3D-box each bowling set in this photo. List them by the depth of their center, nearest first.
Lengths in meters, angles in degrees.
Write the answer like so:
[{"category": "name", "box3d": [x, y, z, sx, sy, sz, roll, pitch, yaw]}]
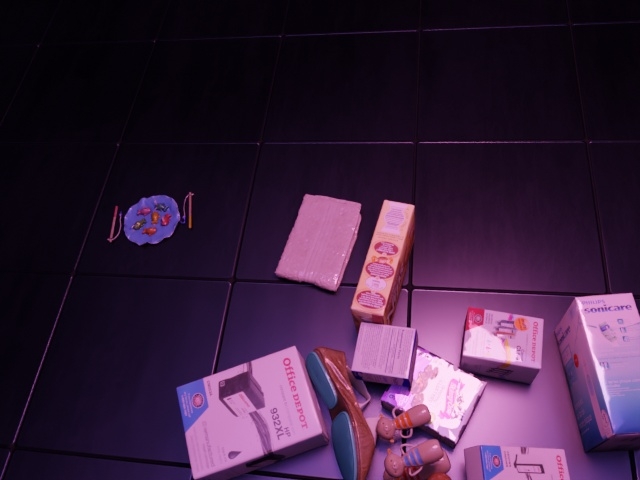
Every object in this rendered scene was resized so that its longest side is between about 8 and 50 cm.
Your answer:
[{"category": "bowling set", "box3d": [0.196, 0.494, 1.179, 0.154, 0.200, 0.287, -24, 72, 7]}]

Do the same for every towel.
[{"category": "towel", "box3d": [0.000, 0.000, 1.611, 0.187, 0.049, 0.282, 13, 65, 17]}]

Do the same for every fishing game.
[{"category": "fishing game", "box3d": [-0.525, -0.069, 1.741, 0.264, 0.041, 0.189, -6, 57, 6]}]

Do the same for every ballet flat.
[{"category": "ballet flat", "box3d": [0.072, 0.405, 1.342, 0.124, 0.116, 0.342, -1, 50, -29]}]

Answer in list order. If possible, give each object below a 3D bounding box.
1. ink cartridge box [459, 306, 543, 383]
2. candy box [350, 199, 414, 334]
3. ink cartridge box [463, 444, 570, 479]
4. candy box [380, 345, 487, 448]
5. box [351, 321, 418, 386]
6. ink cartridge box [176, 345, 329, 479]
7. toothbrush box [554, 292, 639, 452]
[{"category": "ink cartridge box", "box3d": [0.430, 0.251, 1.350, 0.176, 0.127, 0.128, 8, 62, 13]}, {"category": "candy box", "box3d": [0.168, 0.078, 1.459, 0.087, 0.183, 0.316, 12, 64, 17]}, {"category": "ink cartridge box", "box3d": [0.418, 0.514, 1.189, 0.203, 0.086, 0.148, 6, 61, -12]}, {"category": "candy box", "box3d": [0.269, 0.366, 1.345, 0.196, 0.070, 0.165, 26, 68, 22]}, {"category": "box", "box3d": [0.155, 0.270, 1.340, 0.137, 0.072, 0.126, 5, 59, 18]}, {"category": "ink cartridge box", "box3d": [-0.161, 0.417, 1.353, 0.307, 0.129, 0.223, -19, 60, -2]}, {"category": "toothbrush box", "box3d": [0.632, 0.293, 1.242, 0.126, 0.216, 0.295, -5, 61, 6]}]
